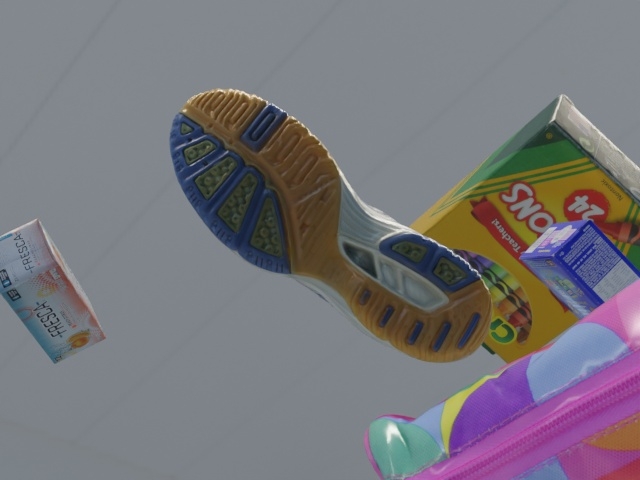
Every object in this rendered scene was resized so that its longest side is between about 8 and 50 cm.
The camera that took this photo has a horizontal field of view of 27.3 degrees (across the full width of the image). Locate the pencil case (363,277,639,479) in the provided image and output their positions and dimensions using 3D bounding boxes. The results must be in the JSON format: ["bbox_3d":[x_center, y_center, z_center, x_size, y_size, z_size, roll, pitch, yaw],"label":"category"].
[{"bbox_3d":[0.129,0.058,0.492,0.236,0.104,0.104,-36,-51,22],"label":"pencil case"}]

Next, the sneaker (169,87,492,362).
[{"bbox_3d":[0.000,0.000,1.052,0.296,0.112,0.131,41,-5,5],"label":"sneaker"}]

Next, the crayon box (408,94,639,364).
[{"bbox_3d":[0.231,0.010,1.518,0.202,0.081,0.318,41,-55,-8],"label":"crayon box"}]

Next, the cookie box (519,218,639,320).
[{"bbox_3d":[0.201,0.037,0.937,0.107,0.040,0.092,46,-5,-3],"label":"cookie box"}]

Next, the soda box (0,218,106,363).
[{"bbox_3d":[-0.267,0.053,1.288,0.063,0.058,0.183,-26,-27,-7],"label":"soda box"}]
